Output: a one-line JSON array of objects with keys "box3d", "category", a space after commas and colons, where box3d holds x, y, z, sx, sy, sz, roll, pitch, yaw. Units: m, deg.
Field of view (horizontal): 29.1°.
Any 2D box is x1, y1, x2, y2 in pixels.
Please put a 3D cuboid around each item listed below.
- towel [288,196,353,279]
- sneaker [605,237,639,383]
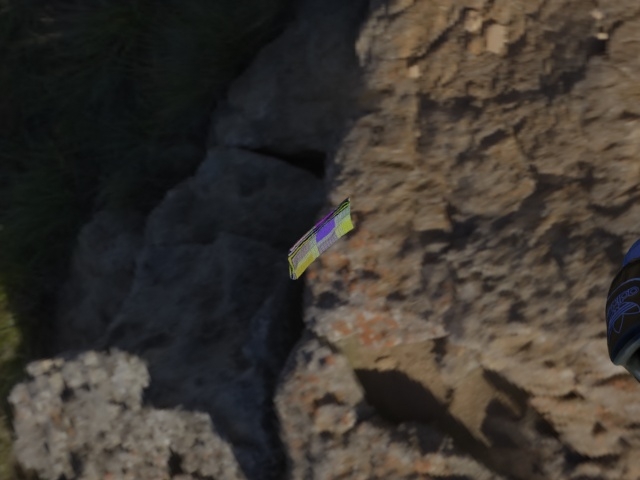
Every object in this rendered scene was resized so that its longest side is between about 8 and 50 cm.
[{"box3d": [0.000, 0.000, 1.156, 0.083, 0.060, 0.009, -42, 69, -17], "category": "towel"}, {"box3d": [0.233, 0.087, 0.578, 0.232, 0.090, 0.081, 32, 127, 4], "category": "sneaker"}]
